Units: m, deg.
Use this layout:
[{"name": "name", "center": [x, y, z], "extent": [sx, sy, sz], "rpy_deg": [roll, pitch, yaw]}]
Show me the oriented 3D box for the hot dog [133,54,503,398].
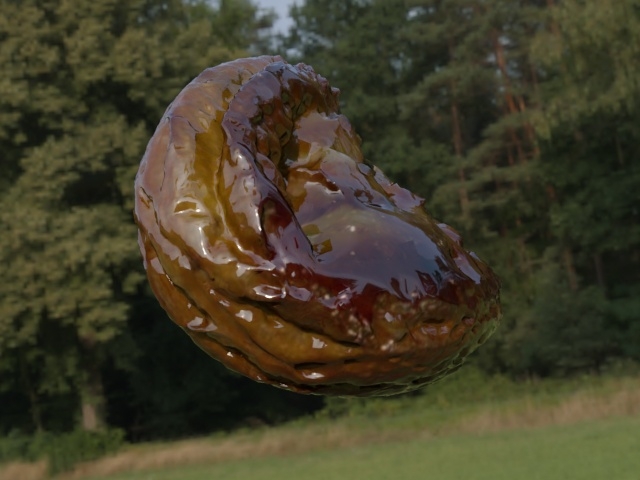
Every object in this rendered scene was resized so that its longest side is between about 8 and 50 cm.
[{"name": "hot dog", "center": [0.000, 0.000, 0.797], "extent": [0.174, 0.267, 0.387], "rpy_deg": [-44, -8, 4]}]
